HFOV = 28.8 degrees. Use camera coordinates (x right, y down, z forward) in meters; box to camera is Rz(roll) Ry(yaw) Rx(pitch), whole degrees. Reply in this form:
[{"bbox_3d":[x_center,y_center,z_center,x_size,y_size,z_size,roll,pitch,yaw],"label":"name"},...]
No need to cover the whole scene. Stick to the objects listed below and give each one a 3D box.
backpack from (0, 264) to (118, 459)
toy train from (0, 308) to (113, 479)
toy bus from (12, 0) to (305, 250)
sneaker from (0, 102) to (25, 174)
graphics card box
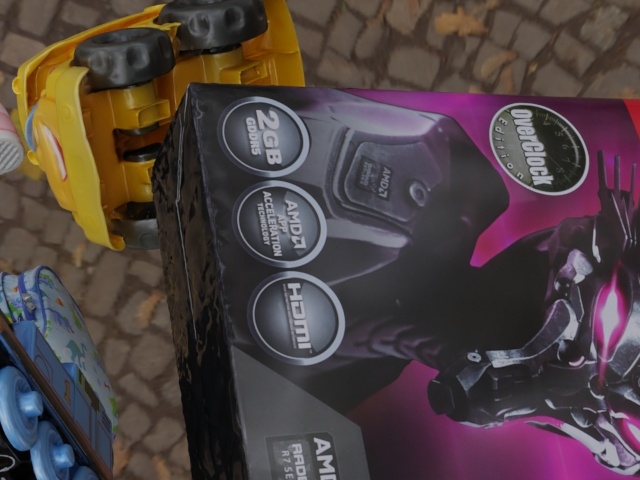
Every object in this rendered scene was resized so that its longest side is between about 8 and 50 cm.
[{"bbox_3d":[-0.455,0.201,1.929,0.273,0.355,0.290,-43,128,-12],"label":"backpack"},{"bbox_3d":[-0.168,0.098,0.670,0.080,0.184,0.105,-16,47,4],"label":"toy train"},{"bbox_3d":[-0.149,-0.100,0.923,0.211,0.220,0.149,12,120,35],"label":"toy bus"},{"bbox_3d":[-0.297,-0.077,0.947,0.134,0.051,0.070,-10,48,-17],"label":"sneaker"},{"bbox_3d":[0.112,0.043,0.630,0.371,0.094,0.232,0,64,-20],"label":"graphics card box"}]
